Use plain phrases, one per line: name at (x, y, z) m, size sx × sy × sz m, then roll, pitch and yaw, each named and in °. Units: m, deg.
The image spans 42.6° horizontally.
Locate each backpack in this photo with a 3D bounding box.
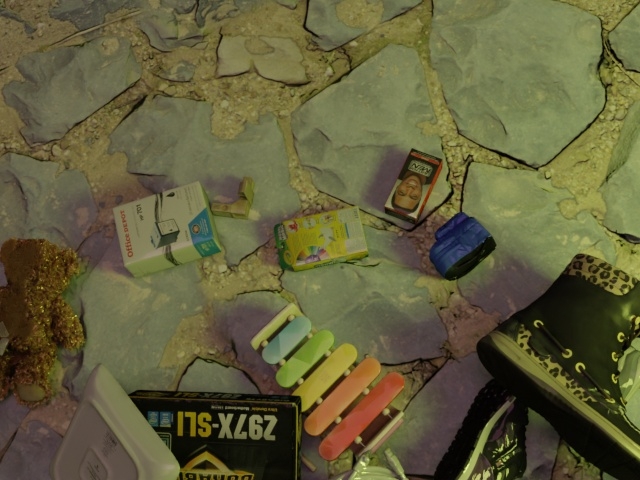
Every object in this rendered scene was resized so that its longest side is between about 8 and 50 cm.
backpack at (0.267, 0.014, 1.591) m, size 0.120 × 0.098 × 0.101 m, roll -43°, pitch 61°, yaw 4°

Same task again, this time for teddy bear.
teddy bear at (-0.589, 0.167, 1.651) m, size 0.245 × 0.113 × 0.338 m, roll -11°, pitch 76°, yaw 11°

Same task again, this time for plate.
plate at (-0.384, 0.406, 1.450) m, size 0.277 × 0.045 × 0.278 m, roll 42°, pitch 115°, yaw 32°

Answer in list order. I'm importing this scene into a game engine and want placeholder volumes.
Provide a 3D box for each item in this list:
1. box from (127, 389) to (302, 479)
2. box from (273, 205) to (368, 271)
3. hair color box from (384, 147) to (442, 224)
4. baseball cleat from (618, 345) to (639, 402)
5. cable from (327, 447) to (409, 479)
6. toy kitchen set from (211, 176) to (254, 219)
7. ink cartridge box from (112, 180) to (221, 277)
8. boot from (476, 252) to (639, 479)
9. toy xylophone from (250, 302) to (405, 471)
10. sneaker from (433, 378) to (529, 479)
box at (-0.195, 0.405, 1.471) m, size 0.322 × 0.079 × 0.257 m, roll 1°, pitch 89°, yaw 8°
box at (0.000, 0.000, 1.657) m, size 0.179 × 0.043 × 0.105 m, roll -11°, pitch 69°, yaw 1°
hair color box at (0.190, -0.110, 1.672) m, size 0.072 × 0.043 × 0.141 m, roll 22°, pitch 75°, yaw 13°
baseball cleat at (0.510, 0.272, 1.483) m, size 0.206 × 0.072 × 0.109 m, roll -42°, pitch 63°, yaw -18°
cable at (0.081, 0.516, 1.385) m, size 0.257 × 0.089 × 0.257 m, roll -35°, pitch 85°, yaw -25°
toy kitchen set at (-0.184, -0.097, 1.702) m, size 0.075 × 0.068 × 0.083 m, roll 6°, pitch 70°, yaw 10°
ink cartridge box at (-0.315, -0.022, 1.686) m, size 0.191 × 0.082 × 0.139 m, roll -17°, pitch 69°, yaw -1°
boot at (0.493, 0.214, 1.401) m, size 0.377 × 0.138 × 0.284 m, roll 38°, pitch 66°, yaw 22°
toy xylophone at (-0.005, 0.286, 1.530) m, size 0.323 × 0.081 × 0.236 m, roll 35°, pitch 78°, yaw 18°
sneaker at (0.322, 0.358, 1.470) m, size 0.124 × 0.107 × 0.283 m, roll 42°, pitch 70°, yaw -10°
